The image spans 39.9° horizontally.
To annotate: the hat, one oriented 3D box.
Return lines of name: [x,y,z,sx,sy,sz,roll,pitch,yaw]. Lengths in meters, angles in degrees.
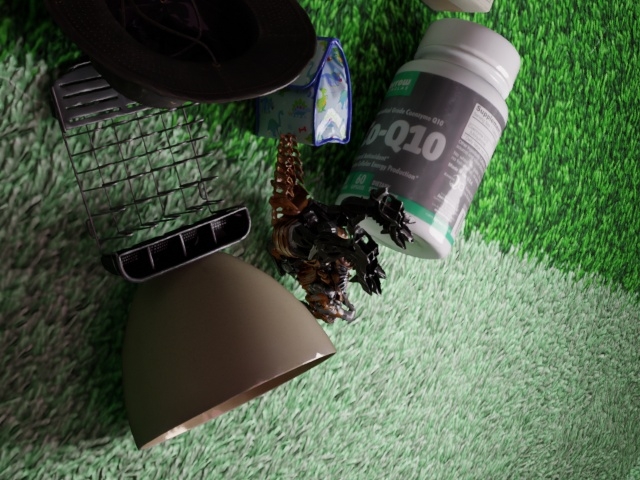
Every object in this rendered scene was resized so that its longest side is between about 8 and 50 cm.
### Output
hat: [-0.174,-0.240,1.057,0.331,0.331,0.134,-27,157,-40]

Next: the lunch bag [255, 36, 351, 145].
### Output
lunch bag: [-0.026,-0.218,1.267,0.096,0.129,0.151,-11,110,-46]

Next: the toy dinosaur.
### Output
toy dinosaur: [0.000,0.000,1.292,0.322,0.218,0.164,52,50,-48]

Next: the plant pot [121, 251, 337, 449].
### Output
plant pot: [-0.146,0.126,1.165,0.284,0.284,0.191,-17,77,-44]

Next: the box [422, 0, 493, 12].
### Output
box: [0.166,-0.493,1.403,0.311,0.121,0.148,22,85,-48]

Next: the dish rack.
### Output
dish rack: [-0.215,-0.101,1.104,0.208,0.074,0.271,-25,104,-43]

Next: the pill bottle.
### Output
pill bottle: [0.184,-0.167,1.456,0.204,0.204,0.361,37,73,-46]
